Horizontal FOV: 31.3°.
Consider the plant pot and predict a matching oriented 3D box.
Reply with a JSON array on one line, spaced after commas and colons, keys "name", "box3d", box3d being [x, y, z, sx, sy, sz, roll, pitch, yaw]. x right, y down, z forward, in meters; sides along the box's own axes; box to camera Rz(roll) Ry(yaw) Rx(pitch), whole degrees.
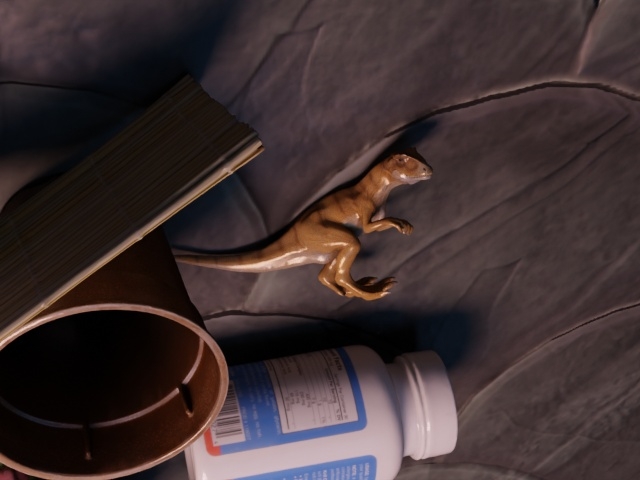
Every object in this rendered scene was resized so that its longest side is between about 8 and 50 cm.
[{"name": "plant pot", "box3d": [-0.162, 0.050, 0.791, 0.167, 0.165, 0.167, -10, 132, -11]}]

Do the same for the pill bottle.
[{"name": "pill bottle", "box3d": [-0.003, 0.156, 0.966, 0.222, 0.124, 0.124, -8, 132, -12]}]

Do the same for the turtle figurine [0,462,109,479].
[{"name": "turtle figurine", "box3d": [-0.216, 0.260, 0.912, 0.275, 0.198, 0.266, -39, 126, -41]}]

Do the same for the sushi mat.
[{"name": "sushi mat", "box3d": [-0.184, 0.011, 0.706, 0.317, 0.151, 0.019, -37, 122, -8]}]

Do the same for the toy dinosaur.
[{"name": "toy dinosaur", "box3d": [0.000, 0.000, 0.889, 0.212, 0.064, 0.112, -30, 102, 12]}]
